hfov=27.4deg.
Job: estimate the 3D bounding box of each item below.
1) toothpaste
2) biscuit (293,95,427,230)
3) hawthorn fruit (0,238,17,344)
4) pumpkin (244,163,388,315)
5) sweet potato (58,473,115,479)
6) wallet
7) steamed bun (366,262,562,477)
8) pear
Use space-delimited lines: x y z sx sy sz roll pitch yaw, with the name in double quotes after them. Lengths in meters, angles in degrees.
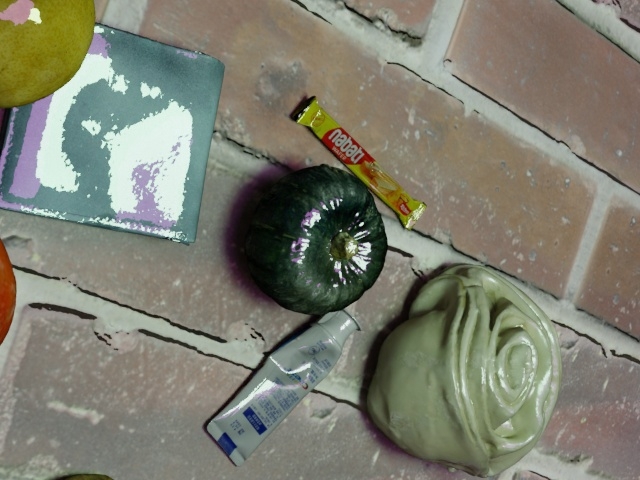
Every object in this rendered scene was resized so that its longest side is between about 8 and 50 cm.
-0.050 0.200 1.879 0.266 0.061 0.096 -45 125 -16 "toothpaste"
0.060 -0.111 1.925 0.048 0.026 0.292 -48 127 1 "biscuit"
-0.451 0.022 1.422 0.242 0.242 0.272 27 50 -39 "hawthorn fruit"
-0.001 0.002 1.810 0.211 0.152 0.212 -20 125 -31 "pumpkin"
-0.298 0.322 1.700 0.153 0.038 0.041 22 106 -48 "sweet potato"
-0.255 -0.135 1.640 0.290 0.054 0.251 10 90 -39 "wallet"
0.256 0.218 2.020 0.324 0.219 0.310 44 71 -36 "steamed bun"
-0.347 -0.245 1.449 0.209 0.209 0.209 -8 103 -38 "pear"
